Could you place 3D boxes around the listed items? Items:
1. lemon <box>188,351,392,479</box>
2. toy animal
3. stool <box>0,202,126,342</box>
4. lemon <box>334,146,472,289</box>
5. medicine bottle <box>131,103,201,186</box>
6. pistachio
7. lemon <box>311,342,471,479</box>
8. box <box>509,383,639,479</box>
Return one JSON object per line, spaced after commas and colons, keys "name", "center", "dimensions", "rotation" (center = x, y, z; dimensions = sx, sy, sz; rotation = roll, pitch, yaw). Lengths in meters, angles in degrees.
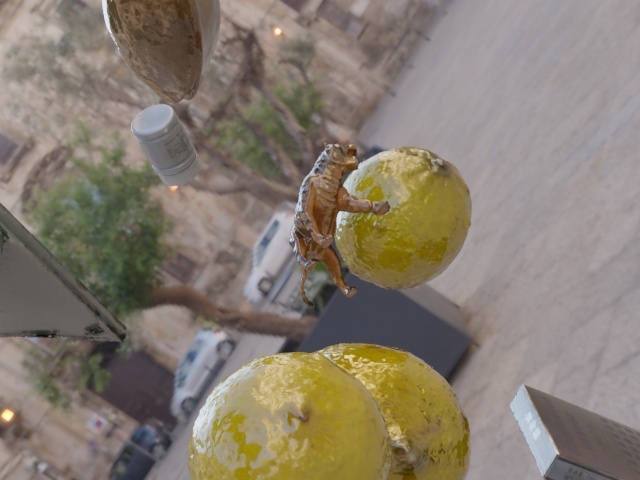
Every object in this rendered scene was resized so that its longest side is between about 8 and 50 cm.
{"name": "lemon", "center": [-0.028, 0.193, 0.867], "dimensions": [0.178, 0.178, 0.203], "rotation": [-58, -14, -36]}
{"name": "toy animal", "center": [-0.006, 0.001, 1.310], "dimensions": [0.114, 0.116, 0.255], "rotation": [-15, -39, -34]}
{"name": "stool", "center": [-0.272, 0.117, 0.632], "dimensions": [0.269, 0.170, 0.243], "rotation": [64, -151, -58]}
{"name": "lemon", "center": [0.116, -0.032, 1.398], "dimensions": [0.231, 0.192, 0.192], "rotation": [-63, -2, 38]}
{"name": "medicine bottle", "center": [-0.191, -0.118, 1.222], "dimensions": [0.058, 0.058, 0.091], "rotation": [-57, -38, -30]}
{"name": "pistachio", "center": [-0.221, -0.308, 1.408], "dimensions": [0.163, 0.212, 0.260], "rotation": [-21, -48, -15]}
{"name": "lemon", "center": [0.054, 0.254, 1.212], "dimensions": [0.257, 0.258, 0.310], "rotation": [-57, 13, -21]}
{"name": "box", "center": [0.418, 0.303, 1.293], "dimensions": [0.180, 0.325, 0.047], "rotation": [-101, 35, -69]}
